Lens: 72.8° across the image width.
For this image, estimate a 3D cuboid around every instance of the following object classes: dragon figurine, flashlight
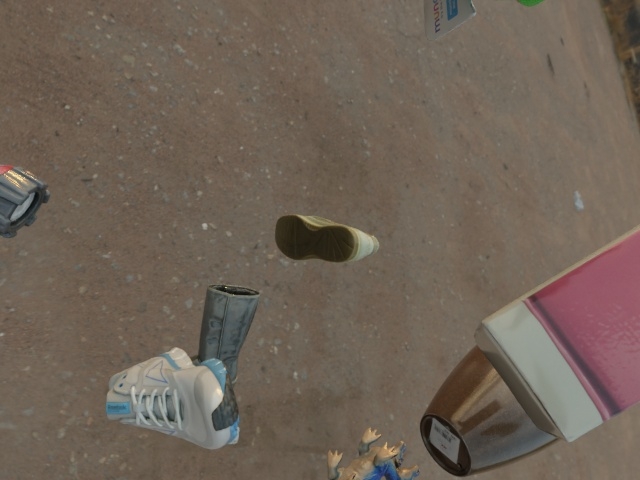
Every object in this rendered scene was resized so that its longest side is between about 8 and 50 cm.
[{"bbox_3d":[0.065,0.433,0.763,0.289,0.085,0.144,-23,119,-30],"label":"dragon figurine"},{"bbox_3d":[-0.554,-0.124,0.612,0.304,0.103,0.103,35,94,-12],"label":"flashlight"}]

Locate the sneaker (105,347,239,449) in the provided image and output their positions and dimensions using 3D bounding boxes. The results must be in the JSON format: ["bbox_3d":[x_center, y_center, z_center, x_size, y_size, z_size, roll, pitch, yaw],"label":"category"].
[{"bbox_3d":[-0.135,0.140,0.371,0.082,0.190,0.071,-4,85,-37],"label":"sneaker"}]

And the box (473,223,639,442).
[{"bbox_3d":[0.297,0.087,0.452,0.127,0.232,0.148,59,4,23],"label":"box"}]

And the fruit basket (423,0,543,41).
[{"bbox_3d":[0.157,-0.342,0.228,0.165,0.327,0.353,4,88,-24],"label":"fruit basket"}]

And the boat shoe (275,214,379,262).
[{"bbox_3d":[0.001,-0.002,0.528,0.048,0.153,0.056,3,92,-42],"label":"boat shoe"}]

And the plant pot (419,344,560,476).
[{"bbox_3d":[0.293,0.303,0.769,0.230,0.215,0.216,-17,92,-32],"label":"plant pot"}]

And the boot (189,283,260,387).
[{"bbox_3d":[-0.220,0.184,0.821,0.189,0.076,0.209,3,114,-30],"label":"boot"}]
